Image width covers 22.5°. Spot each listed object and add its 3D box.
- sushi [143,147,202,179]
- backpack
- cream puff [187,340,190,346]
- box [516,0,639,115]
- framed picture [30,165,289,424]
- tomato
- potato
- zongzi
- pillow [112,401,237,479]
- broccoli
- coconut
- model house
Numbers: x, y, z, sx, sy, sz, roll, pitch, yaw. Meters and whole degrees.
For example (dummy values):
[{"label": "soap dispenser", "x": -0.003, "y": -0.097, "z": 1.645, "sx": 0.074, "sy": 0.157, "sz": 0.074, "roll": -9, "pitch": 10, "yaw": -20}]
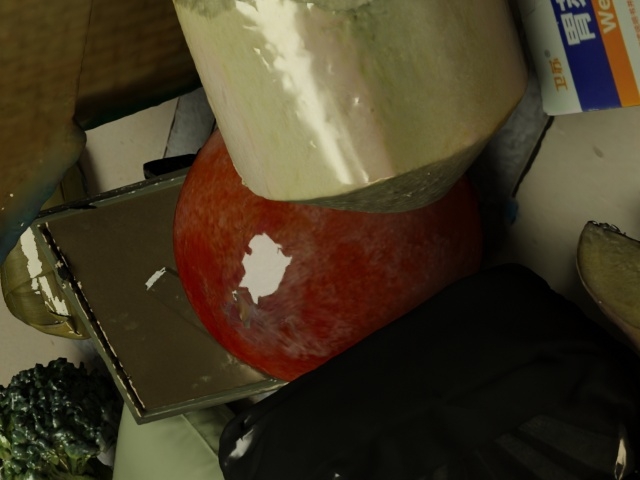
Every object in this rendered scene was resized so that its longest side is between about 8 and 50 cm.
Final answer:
[{"label": "sushi", "x": -0.129, "y": -0.044, "z": 1.617, "sx": 0.056, "sy": 0.085, "sz": 0.083, "roll": 35, "pitch": 135, "yaw": 35}, {"label": "backpack", "x": 0.119, "y": 0.254, "z": 1.281, "sx": 0.255, "sy": 0.363, "sz": 0.445, "roll": 37, "pitch": 150, "yaw": 57}, {"label": "cream puff", "x": -0.135, "y": 0.078, "z": 1.669, "sx": 0.116, "sy": 0.146, "sz": 0.146, "roll": -2, "pitch": 110, "yaw": 33}, {"label": "box", "x": 0.254, "y": -0.199, "z": 1.029, "sx": 0.299, "sy": 0.106, "sz": 0.200, "roll": -3, "pitch": 109, "yaw": 52}, {"label": "framed picture", "x": -0.137, "y": 0.058, "z": 1.567, "sx": 0.019, "sy": 0.209, "sz": 0.281, "roll": -91, "pitch": -17, "yaw": -53}, {"label": "tomato", "x": 0.000, "y": 0.000, "z": 1.349, "sx": 0.265, "sy": 0.265, "sz": 0.265, "roll": 29, "pitch": 131, "yaw": 39}, {"label": "potato", "x": 0.254, "y": 0.063, "z": 1.172, "sx": 0.172, "sy": 0.089, "sz": 0.100, "roll": 23, "pitch": 163, "yaw": 40}, {"label": "zongzi", "x": -0.339, "y": -0.002, "z": 1.900, "sx": 0.256, "sy": 0.115, "sz": 0.228, "roll": 7, "pitch": 113, "yaw": 61}, {"label": "pillow", "x": -0.143, "y": 0.301, "z": 1.814, "sx": 0.255, "sy": 0.120, "sz": 0.322, "roll": 45, "pitch": 143, "yaw": 29}, {"label": "broccoli", "x": -0.306, "y": 0.288, "z": 1.949, "sx": 0.177, "sy": 0.198, "sz": 0.274, "roll": -3, "pitch": 118, "yaw": 19}, {"label": "coconut", "x": 0.028, "y": -0.133, "z": 1.147, "sx": 0.239, "sy": 0.239, "sz": 0.244, "roll": 2, "pitch": 120, "yaw": 51}, {"label": "model house", "x": -0.299, "y": -0.206, "z": 1.481, "sx": 0.334, "sy": 0.382, "sz": 0.342, "roll": 41, "pitch": 137, "yaw": 30}]
